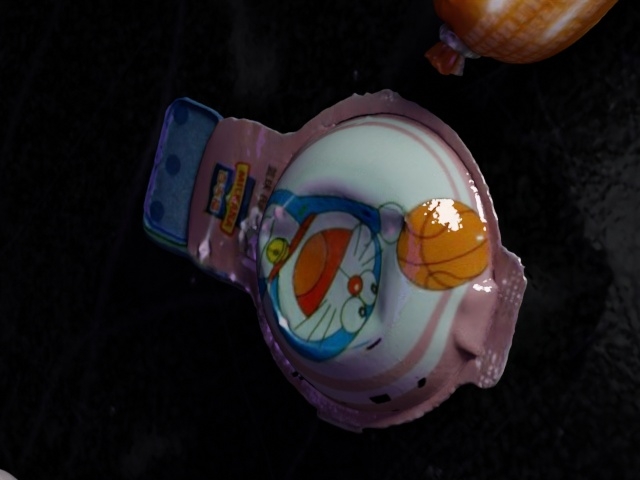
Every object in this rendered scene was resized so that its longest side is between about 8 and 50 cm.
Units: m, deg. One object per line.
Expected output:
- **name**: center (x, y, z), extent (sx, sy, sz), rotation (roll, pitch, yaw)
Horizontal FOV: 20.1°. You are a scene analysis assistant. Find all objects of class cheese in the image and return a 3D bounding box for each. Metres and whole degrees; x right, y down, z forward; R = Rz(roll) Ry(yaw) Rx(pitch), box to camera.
- **cheese**: center (0.000, 0.000, 1.010), extent (0.286, 0.074, 0.189), rotation (26, 106, 39)

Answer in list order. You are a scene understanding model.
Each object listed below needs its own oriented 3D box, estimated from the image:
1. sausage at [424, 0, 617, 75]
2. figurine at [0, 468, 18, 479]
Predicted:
- **sausage**: center (0.153, -0.192, 0.865), extent (0.312, 0.093, 0.093), rotation (-49, 61, 31)
- **figurine**: center (-0.236, 0.230, 1.200), extent (0.137, 0.112, 0.229), rotation (38, 128, 43)
